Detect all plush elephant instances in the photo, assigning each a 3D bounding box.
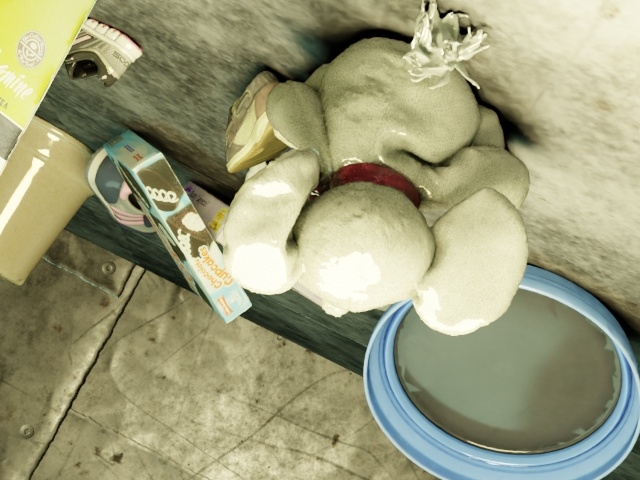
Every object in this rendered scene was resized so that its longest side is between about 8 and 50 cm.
[{"bbox_3d":[0.052,-0.035,0.922,0.272,0.255,0.330,21,166,1],"label":"plush elephant"}]

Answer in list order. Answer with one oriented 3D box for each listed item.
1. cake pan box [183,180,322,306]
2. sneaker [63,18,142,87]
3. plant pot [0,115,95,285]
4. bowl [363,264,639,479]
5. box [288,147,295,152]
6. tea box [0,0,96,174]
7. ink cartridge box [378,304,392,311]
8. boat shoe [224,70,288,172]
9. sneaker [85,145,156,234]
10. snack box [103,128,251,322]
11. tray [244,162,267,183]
[{"bbox_3d":[-0.116,0.006,1.832,0.267,0.070,0.246,34,-179,-29],"label":"cake pan box"},{"bbox_3d":[-0.313,-0.244,1.271,0.170,0.075,0.063,24,168,13],"label":"sneaker"},{"bbox_3d":[-0.649,-0.086,2.103,0.334,0.305,0.334,25,169,5],"label":"plant pot"},{"bbox_3d":[0.257,0.200,1.433,0.391,0.077,0.391,9,124,14],"label":"bowl"},{"bbox_3d":[-0.021,-0.067,1.287,0.072,0.126,0.137,28,168,0],"label":"box"},{"bbox_3d":[-0.417,-0.238,0.911,0.220,0.323,0.329,18,165,34],"label":"tea box"},{"bbox_3d":[0.159,0.092,1.700,0.224,0.056,0.181,15,166,-25],"label":"ink cartridge box"},{"bbox_3d":[-0.075,-0.142,1.212,0.073,0.080,0.223,64,161,3],"label":"boat shoe"},{"bbox_3d":[-0.347,-0.072,1.994,0.131,0.112,0.319,25,170,20],"label":"sneaker"},{"bbox_3d":[-0.242,-0.025,1.706,0.187,0.060,0.322,33,155,59],"label":"snack box"},{"bbox_3d":[-0.091,-0.041,1.560,0.270,0.030,0.145,128,121,-78],"label":"tray"}]
